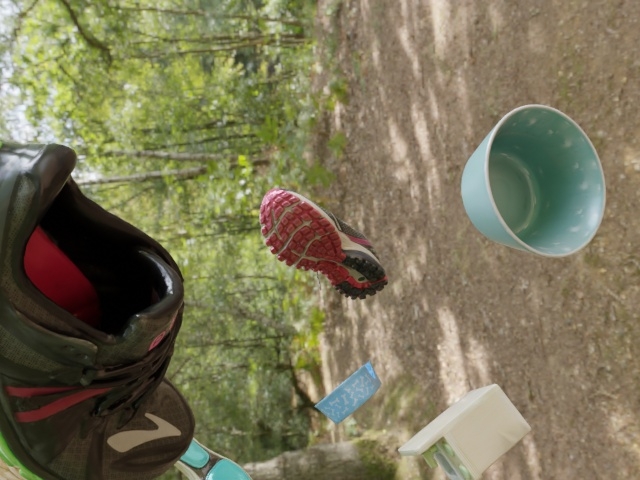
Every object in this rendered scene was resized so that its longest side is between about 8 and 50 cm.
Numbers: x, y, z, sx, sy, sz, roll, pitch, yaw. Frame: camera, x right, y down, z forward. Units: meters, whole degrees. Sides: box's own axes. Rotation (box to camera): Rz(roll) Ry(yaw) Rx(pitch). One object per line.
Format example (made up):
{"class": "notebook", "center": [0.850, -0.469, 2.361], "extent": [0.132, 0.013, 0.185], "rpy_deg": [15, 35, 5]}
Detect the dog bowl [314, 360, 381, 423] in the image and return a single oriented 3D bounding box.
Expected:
{"class": "dog bowl", "center": [0.084, 0.405, 1.632], "extent": [0.074, 0.166, 0.297], "rpy_deg": [50, -177, 11]}

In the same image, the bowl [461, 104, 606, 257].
{"class": "bowl", "center": [0.420, -0.108, 1.287], "extent": [0.163, 0.312, 0.311], "rpy_deg": [159, 105, -64]}

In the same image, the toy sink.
{"class": "toy sink", "center": [0.312, 0.440, 1.340], "extent": [0.131, 0.234, 0.152], "rpy_deg": [54, 161, 12]}

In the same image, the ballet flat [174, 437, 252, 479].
{"class": "ballet flat", "center": [-0.227, 0.477, 1.256], "extent": [0.249, 0.086, 0.086], "rpy_deg": [32, 148, 21]}

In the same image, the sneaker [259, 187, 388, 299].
{"class": "sneaker", "center": [0.000, 0.000, 1.116], "extent": [0.299, 0.121, 0.112], "rpy_deg": [40, -155, -38]}

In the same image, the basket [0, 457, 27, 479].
{"class": "basket", "center": [-0.694, 0.394, 1.284], "extent": [0.266, 0.328, 0.331], "rpy_deg": [-56, 17, -15]}

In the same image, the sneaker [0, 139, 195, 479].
{"class": "sneaker", "center": [-0.218, 0.106, 0.590], "extent": [0.482, 0.203, 0.185], "rpy_deg": [73, -164, -46]}
